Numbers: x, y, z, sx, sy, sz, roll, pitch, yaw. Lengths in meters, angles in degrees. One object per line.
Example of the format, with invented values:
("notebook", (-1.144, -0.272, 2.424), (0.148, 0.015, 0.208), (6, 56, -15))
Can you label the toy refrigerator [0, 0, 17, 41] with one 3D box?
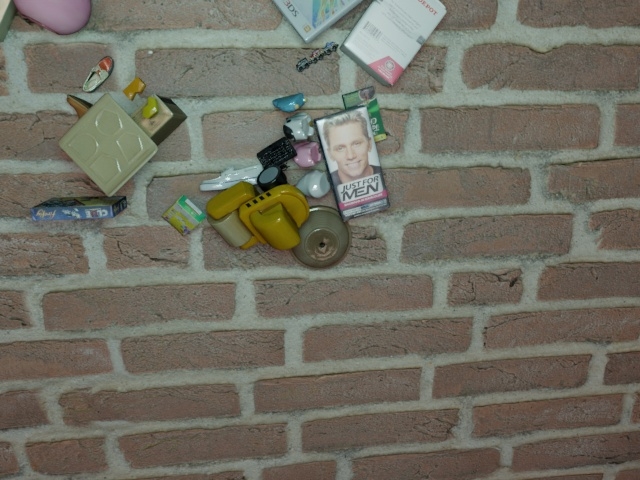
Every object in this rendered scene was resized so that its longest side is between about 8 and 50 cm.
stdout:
("toy refrigerator", (-0.940, -0.732, 1.432), (0.102, 0.094, 0.270), (28, 102, -20))

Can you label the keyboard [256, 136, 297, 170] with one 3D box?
("keyboard", (-0.146, -0.267, 1.612), (0.038, 0.192, 0.100), (-46, 107, -32))

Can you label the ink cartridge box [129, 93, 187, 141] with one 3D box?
("ink cartridge box", (-0.547, -0.343, 1.531), (0.234, 0.193, 0.088), (-41, 101, 5))

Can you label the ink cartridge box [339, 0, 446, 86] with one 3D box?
("ink cartridge box", (0.228, -0.673, 1.565), (0.207, 0.117, 0.283), (35, 99, -14))

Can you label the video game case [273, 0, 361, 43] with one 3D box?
("video game case", (-0.001, -0.815, 1.486), (0.329, 0.036, 0.300), (-37, 84, 4))

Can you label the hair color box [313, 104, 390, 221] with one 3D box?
("hair color box", (0.106, -0.256, 1.638), (0.173, 0.105, 0.348), (-17, 107, 0))

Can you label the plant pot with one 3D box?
("plant pot", (0.000, 0.000, 1.737), (0.237, 0.110, 0.238), (-2, 105, -6))

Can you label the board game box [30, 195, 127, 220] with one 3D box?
("board game box", (-0.776, -0.107, 1.589), (0.243, 0.165, 0.042), (-2, 106, -5))

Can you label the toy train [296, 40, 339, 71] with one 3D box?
("toy train", (-0.011, -0.607, 1.606), (0.158, 0.027, 0.036), (-31, 96, 3))

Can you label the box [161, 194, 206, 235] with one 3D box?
("box", (-0.466, -0.079, 1.653), (0.105, 0.179, 0.043), (45, 53, -16))

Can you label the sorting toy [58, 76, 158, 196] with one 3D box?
("sorting toy", (-0.581, -0.308, 1.422), (0.307, 0.041, 0.229), (-42, 92, 6))

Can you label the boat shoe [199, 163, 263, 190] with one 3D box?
("boat shoe", (-0.301, -0.216, 1.665), (0.226, 0.083, 0.076), (-10, 96, -16))

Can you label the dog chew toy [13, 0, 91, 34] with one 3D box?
("dog chew toy", (-0.730, -0.767, 1.396), (0.206, 0.206, 0.332), (26, 93, -13))

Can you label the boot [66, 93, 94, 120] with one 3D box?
("boot", (-0.760, -0.355, 1.570), (0.197, 0.073, 0.152), (41, 102, -13))

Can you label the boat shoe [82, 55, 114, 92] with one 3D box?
("boat shoe", (-0.700, -0.523, 1.542), (0.049, 0.043, 0.137), (39, 97, -13))

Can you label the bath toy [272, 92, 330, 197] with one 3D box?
("bath toy", (-0.064, -0.305, 1.635), (0.128, 0.151, 0.349), (-3, 114, 30))

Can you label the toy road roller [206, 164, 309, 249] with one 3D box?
("toy road roller", (-0.194, -0.066, 1.595), (0.329, 0.241, 0.202), (-27, 133, 9))

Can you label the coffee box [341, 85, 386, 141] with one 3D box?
("coffee box", (0.150, -0.420, 1.668), (0.113, 0.040, 0.184), (-16, 107, -1))
